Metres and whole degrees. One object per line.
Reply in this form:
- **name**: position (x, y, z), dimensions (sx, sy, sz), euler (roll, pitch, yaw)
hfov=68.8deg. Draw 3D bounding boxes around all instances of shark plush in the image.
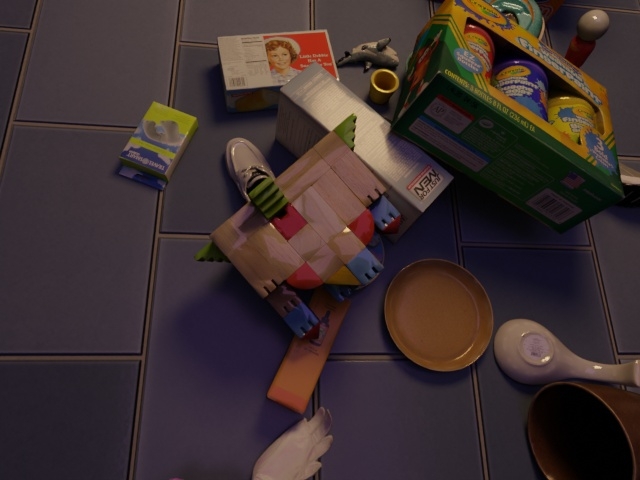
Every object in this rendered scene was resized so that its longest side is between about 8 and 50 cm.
- **shark plush**: position (0.118, -0.460, 1.175), dimensions (0.161, 0.073, 0.067), euler (-15, 104, -17)

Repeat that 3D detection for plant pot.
- **plant pot**: position (0.247, 0.156, 0.988), dimensions (0.236, 0.032, 0.236), euler (2, 70, -6)
- **plant pot**: position (0.561, 0.367, 0.881), dimensions (0.230, 0.215, 0.215), euler (1, 70, -23)

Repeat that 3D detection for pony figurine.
- **pony figurine**: position (-0.077, 0.478, 0.722), dimensions (0.351, 0.303, 0.364), euler (-30, 94, -3)

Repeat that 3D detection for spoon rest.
- **spoon rest**: position (0.503, 0.249, 0.977), dimensions (0.276, 0.084, 0.137), euler (13, 68, 11)

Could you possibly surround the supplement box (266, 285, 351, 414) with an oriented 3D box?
- **supplement box**: position (-0.022, 0.210, 0.908), dimensions (0.078, 0.080, 0.233), euler (26, 71, 1)

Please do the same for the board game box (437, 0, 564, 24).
- **board game box**: position (0.512, -0.855, 1.205), dimensions (0.356, 0.356, 0.356), euler (11, 69, -4)

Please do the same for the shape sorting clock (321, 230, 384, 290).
- **shape sorting clock**: position (0.039, 0.012, 0.988), dimensions (0.206, 0.040, 0.206), euler (8, 60, -15)

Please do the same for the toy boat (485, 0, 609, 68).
- **toy boat**: position (0.524, -0.525, 1.157), dimensions (0.318, 0.148, 0.268), euler (18, 66, 12)

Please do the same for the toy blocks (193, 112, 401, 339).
- **toy blocks**: position (0.000, 0.000, 0.848), dimensions (0.381, 0.191, 0.261), euler (-42, 87, -5)

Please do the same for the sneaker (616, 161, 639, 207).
- **sneaker**: position (0.707, -0.157, 1.127), dimensions (0.271, 0.100, 0.108), euler (16, 64, -2)

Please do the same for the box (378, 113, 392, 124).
- **box**: position (0.142, -0.283, 1.103), dimensions (0.067, 0.083, 0.018), euler (27, 111, 1)

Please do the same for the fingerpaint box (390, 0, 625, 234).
- **fingerpaint box**: position (0.405, -0.286, 0.995), dimensions (0.444, 0.163, 0.371), euler (29, 52, -11)

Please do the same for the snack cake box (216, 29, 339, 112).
- **snack cake box**: position (-0.101, -0.401, 1.103), dimensions (0.264, 0.089, 0.152), euler (-8, 70, -11)

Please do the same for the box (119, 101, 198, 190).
- **box**: position (-0.357, -0.210, 1.026), dimensions (0.109, 0.042, 0.178), euler (21, 69, 0)

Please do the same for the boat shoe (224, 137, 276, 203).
- **boat shoe**: position (-0.132, -0.124, 1.004), dimensions (0.095, 0.084, 0.258), euler (-27, 77, -16)

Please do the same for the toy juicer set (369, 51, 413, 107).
- **toy juicer set**: position (0.297, -0.390, 1.154), dimensions (0.329, 0.089, 0.209), euler (-34, 78, -18)

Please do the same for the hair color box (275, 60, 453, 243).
- **hair color box**: position (0.077, -0.180, 0.999), dimensions (0.374, 0.185, 0.113), euler (43, 70, 8)
